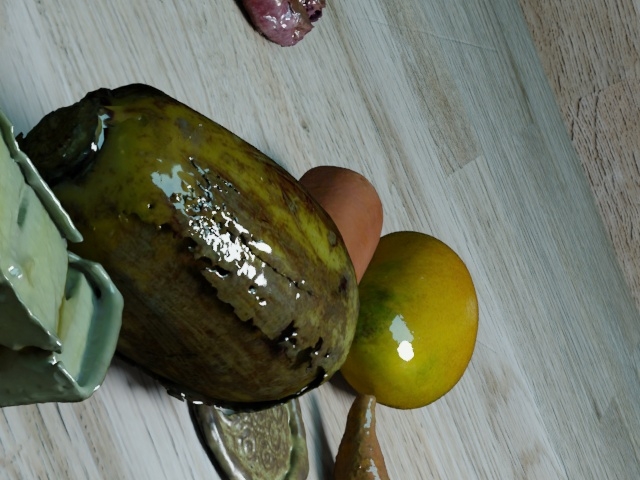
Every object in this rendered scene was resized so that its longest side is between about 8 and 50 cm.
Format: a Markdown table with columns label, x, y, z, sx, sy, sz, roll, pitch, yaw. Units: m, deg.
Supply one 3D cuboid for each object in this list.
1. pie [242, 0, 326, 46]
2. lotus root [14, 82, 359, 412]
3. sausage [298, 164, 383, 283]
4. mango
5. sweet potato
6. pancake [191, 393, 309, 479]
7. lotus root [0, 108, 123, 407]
| label | x | y | z | sx | sy | sz | roll | pitch | yaw |
| --- | --- | --- | --- | --- | --- | --- | --- | --- | --- |
| pie | -0.057 | -0.325 | 1.760 | 0.204 | 0.054 | 0.218 | 57 | 24 | -30 |
| lotus root | -0.092 | 0.015 | 1.161 | 0.397 | 0.196 | 0.179 | 43 | 44 | -50 |
| sausage | 0.000 | 0.000 | 1.529 | 0.113 | 0.114 | 0.259 | 63 | 22 | -17 |
| mango | 0.089 | 0.093 | 1.627 | 0.175 | 0.139 | 0.254 | 57 | 30 | -12 |
| sweet potato | 0.064 | 0.302 | 1.455 | 0.072 | 0.066 | 0.314 | 114 | -38 | -74 |
| pancake | -0.057 | 0.157 | 1.365 | 0.184 | 0.020 | 0.190 | 52 | 27 | -36 |
| lotus root | -0.225 | 0.002 | 0.936 | 0.235 | 0.138 | 0.119 | 56 | 30 | -33 |
